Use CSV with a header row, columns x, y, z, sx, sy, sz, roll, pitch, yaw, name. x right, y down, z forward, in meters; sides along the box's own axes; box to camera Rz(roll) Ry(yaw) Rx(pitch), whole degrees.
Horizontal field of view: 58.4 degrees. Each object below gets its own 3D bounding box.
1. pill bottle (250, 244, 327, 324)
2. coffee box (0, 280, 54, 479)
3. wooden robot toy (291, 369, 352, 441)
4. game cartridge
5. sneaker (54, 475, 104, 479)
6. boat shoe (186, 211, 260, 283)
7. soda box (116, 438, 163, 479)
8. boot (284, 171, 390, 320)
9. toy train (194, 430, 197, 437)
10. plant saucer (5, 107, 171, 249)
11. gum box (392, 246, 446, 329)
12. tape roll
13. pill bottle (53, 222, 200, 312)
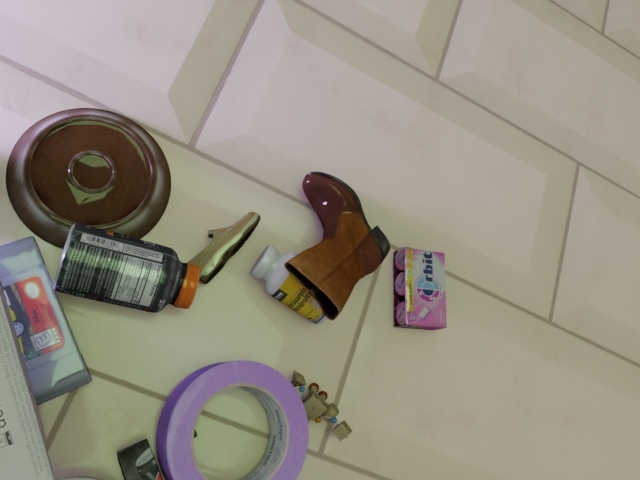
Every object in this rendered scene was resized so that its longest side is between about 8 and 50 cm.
x,y,z,sx,sy,sz,roll,pitch,yaw,name
-0.052,0.089,1.205,0.184,0.103,0.103,34,66,-10,pill bottle
-0.577,0.194,0.748,0.334,0.338,0.338,-16,96,-29,coffee box
-0.019,0.352,1.182,0.079,0.076,0.173,-43,95,10,wooden robot toy
-0.557,0.157,1.016,0.196,0.060,0.294,-23,85,-21,game cartridge
-0.479,0.440,0.920,0.350,0.148,0.131,31,59,-46,sneaker
-0.205,-0.001,1.193,0.072,0.068,0.190,38,65,5,boat shoe
-0.303,0.442,1.005,0.060,0.053,0.169,-19,61,-25,soda box
0.000,0.000,1.201,0.264,0.096,0.280,54,41,-4,boot
-0.257,0.342,1.099,0.017,0.023,0.083,-22,85,-25,toy train
-0.453,-0.130,1.137,0.310,0.050,0.311,6,73,-21,plant saucer
0.230,0.109,1.333,0.107,0.062,0.188,8,73,-20,gum box
-0.163,0.367,1.077,0.274,0.090,0.275,8,73,-28,tape roll
-0.355,0.061,1.074,0.245,0.130,0.130,17,70,-22,pill bottle
